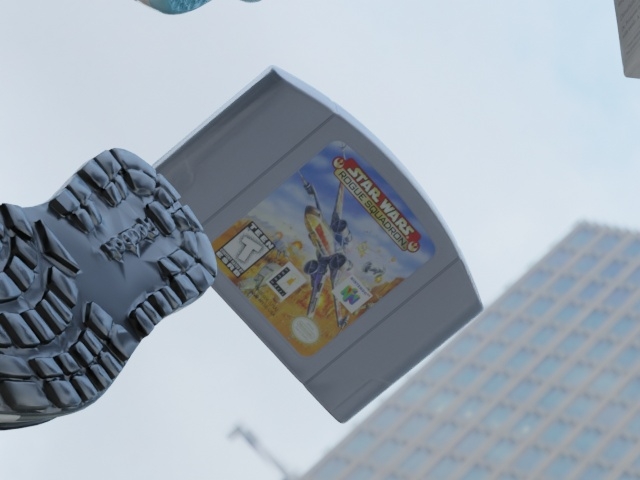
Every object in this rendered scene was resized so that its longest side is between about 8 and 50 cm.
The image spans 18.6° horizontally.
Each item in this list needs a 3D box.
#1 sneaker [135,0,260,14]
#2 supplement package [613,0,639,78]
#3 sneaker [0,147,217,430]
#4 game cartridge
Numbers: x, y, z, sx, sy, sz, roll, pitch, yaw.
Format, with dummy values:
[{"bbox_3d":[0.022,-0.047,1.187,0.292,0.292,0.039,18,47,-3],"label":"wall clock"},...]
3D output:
[{"bbox_3d":[-0.143,-0.283,1.628,0.208,0.319,0.127,24,-74,14],"label":"sneaker"},{"bbox_3d":[0.246,-0.223,1.122,0.134,0.139,0.244,128,-38,-59],"label":"supplement package"},{"bbox_3d":[-0.149,0.047,0.849,0.124,0.283,0.107,-37,-95,21],"label":"sneaker"},{"bbox_3d":[0.000,0.000,1.724,0.198,0.062,0.297,-39,-72,11],"label":"game cartridge"}]
